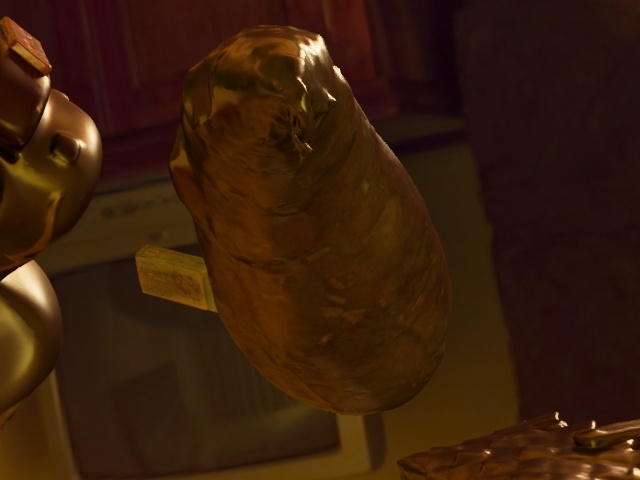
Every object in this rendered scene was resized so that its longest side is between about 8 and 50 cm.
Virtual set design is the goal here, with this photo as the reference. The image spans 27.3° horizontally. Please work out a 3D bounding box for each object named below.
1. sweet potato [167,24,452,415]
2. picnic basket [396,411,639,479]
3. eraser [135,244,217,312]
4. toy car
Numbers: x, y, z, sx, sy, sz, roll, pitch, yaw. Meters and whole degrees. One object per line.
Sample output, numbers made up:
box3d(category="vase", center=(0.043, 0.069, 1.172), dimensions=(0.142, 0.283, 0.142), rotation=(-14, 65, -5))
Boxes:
box3d(category="sweet potato", center=(-0.003, -0.005, 0.663), dimensions=(0.131, 0.130, 0.422), rotation=(-9, 155, 4))
box3d(category="picnic basket", center=(0.248, 0.289, 1.175), dimensions=(0.321, 0.254, 0.291), rotation=(-6, -173, -24))
box3d(category="eraser", center=(-0.102, 0.030, 1.003), dimensions=(0.083, 0.038, 0.019), rotation=(13, -145, 31))
box3d(category="toy car", center=(-0.298, 0.002, 1.108), dimensions=(0.340, 0.240, 0.271), rotation=(-48, -152, 7))
